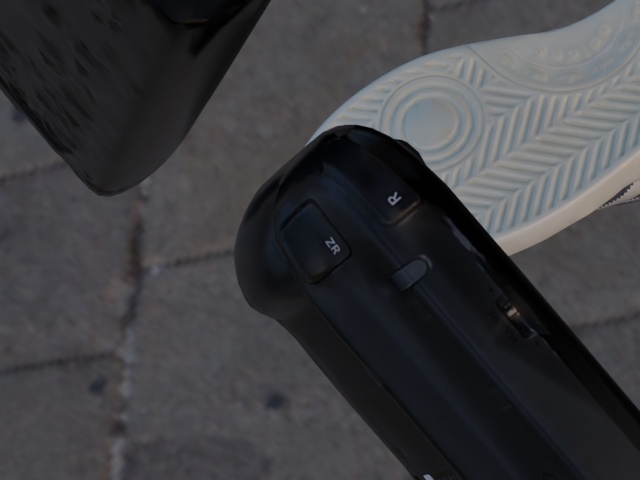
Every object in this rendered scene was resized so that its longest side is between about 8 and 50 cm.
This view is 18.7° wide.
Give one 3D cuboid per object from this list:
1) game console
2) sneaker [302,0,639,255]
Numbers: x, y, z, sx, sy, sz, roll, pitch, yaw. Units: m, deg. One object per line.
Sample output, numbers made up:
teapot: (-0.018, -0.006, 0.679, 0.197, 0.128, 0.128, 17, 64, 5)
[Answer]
game console: (0.000, 0.000, 0.475, 0.044, 0.213, 0.361, -41, 92, -13)
sneaker: (0.151, -0.058, 1.113, 0.350, 0.148, 0.131, -24, 67, 4)
